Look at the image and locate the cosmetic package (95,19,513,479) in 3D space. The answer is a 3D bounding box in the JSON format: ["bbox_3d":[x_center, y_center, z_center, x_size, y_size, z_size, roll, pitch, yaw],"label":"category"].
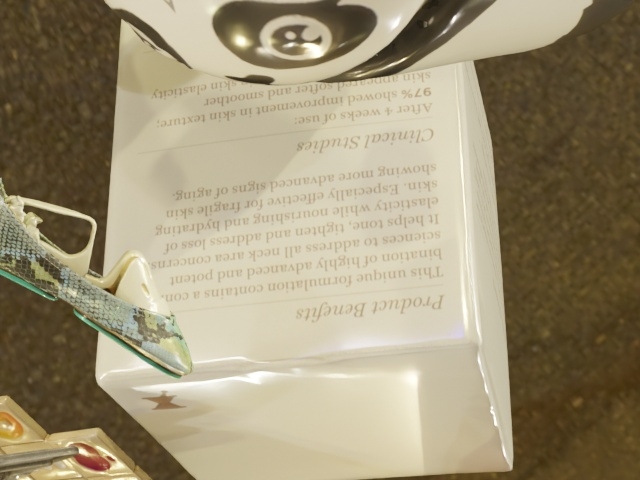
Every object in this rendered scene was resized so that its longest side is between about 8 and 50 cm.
[{"bbox_3d":[0.000,0.000,1.297,0.329,0.394,0.327,-6,152,11],"label":"cosmetic package"}]

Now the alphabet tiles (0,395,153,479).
[{"bbox_3d":[-0.287,0.245,1.258,0.342,0.011,0.285,-12,132,31],"label":"alphabet tiles"}]

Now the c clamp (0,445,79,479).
[{"bbox_3d":[-0.266,0.186,1.061,0.137,0.022,0.160,-16,169,20],"label":"c clamp"}]

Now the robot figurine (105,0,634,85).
[{"bbox_3d":[0.034,-0.146,0.500,0.278,0.173,0.209,-17,151,-46],"label":"robot figurine"}]

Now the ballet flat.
[{"bbox_3d":[-0.151,0.022,0.877,0.188,0.070,0.070,32,107,-17],"label":"ballet flat"}]
